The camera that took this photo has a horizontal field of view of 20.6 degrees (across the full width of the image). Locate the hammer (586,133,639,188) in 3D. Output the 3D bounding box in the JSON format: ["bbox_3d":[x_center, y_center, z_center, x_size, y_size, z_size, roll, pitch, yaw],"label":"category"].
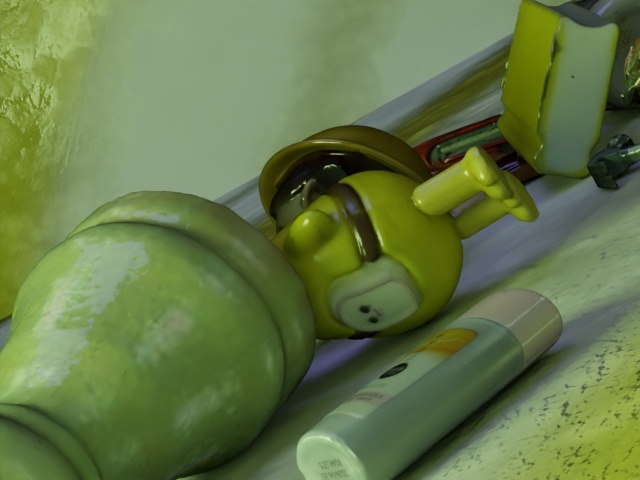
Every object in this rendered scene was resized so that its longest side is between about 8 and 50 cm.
[{"bbox_3d":[0.346,-0.103,1.572,0.246,0.029,0.103,-22,10,37],"label":"hammer"}]

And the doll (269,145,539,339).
[{"bbox_3d":[0.000,0.031,1.482,0.363,0.145,0.199,-30,-35,16],"label":"doll"}]

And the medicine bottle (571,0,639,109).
[{"bbox_3d":[0.318,-0.211,1.988,0.131,0.131,0.250,-31,8,-8],"label":"medicine bottle"}]

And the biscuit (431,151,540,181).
[{"bbox_3d":[0.144,-0.058,1.956,0.183,0.043,0.280,-32,7,-39],"label":"biscuit"}]

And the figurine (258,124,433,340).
[{"bbox_3d":[-0.003,-0.004,1.667,0.257,0.167,0.192,-36,-17,-24],"label":"figurine"}]

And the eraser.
[{"bbox_3d":[0.238,-0.160,1.795,0.069,0.158,0.226,10,12,-6],"label":"eraser"}]

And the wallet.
[{"bbox_3d":[0.180,-0.117,2.137,0.142,0.045,0.204,-20,1,-4],"label":"wallet"}]

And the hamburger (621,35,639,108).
[{"bbox_3d":[0.319,-0.162,1.617,0.102,0.087,0.176,-4,-6,-4],"label":"hamburger"}]

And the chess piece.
[{"bbox_3d":[-0.195,0.150,1.279,0.234,0.234,0.442,-24,14,34],"label":"chess piece"}]

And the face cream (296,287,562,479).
[{"bbox_3d":[0.072,0.098,1.151,0.198,0.057,0.084,-36,10,-36],"label":"face cream"}]
